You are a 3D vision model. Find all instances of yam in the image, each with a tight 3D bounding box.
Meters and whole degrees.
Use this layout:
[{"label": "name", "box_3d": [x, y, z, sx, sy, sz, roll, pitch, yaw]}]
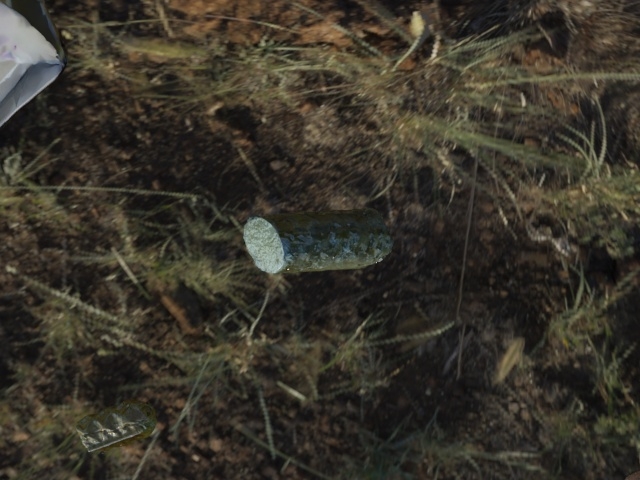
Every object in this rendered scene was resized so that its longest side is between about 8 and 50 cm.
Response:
[{"label": "yam", "box_3d": [0.000, 0.000, 1.116, 0.078, 0.179, 0.078, 6, 97, 52]}]

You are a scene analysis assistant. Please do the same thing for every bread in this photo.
[{"label": "bread", "box_3d": [-0.284, 0.263, 1.347, 0.110, 0.060, 0.066, -23, 120, 13]}]

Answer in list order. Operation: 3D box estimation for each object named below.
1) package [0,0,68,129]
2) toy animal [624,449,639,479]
[{"label": "package", "box_3d": [-0.337, -0.109, 0.556, 0.311, 0.165, 0.221, -34, 78, 22]}, {"label": "toy animal", "box_3d": [0.415, 0.148, 0.904, 0.213, 0.195, 0.256, 7, 98, 11]}]
